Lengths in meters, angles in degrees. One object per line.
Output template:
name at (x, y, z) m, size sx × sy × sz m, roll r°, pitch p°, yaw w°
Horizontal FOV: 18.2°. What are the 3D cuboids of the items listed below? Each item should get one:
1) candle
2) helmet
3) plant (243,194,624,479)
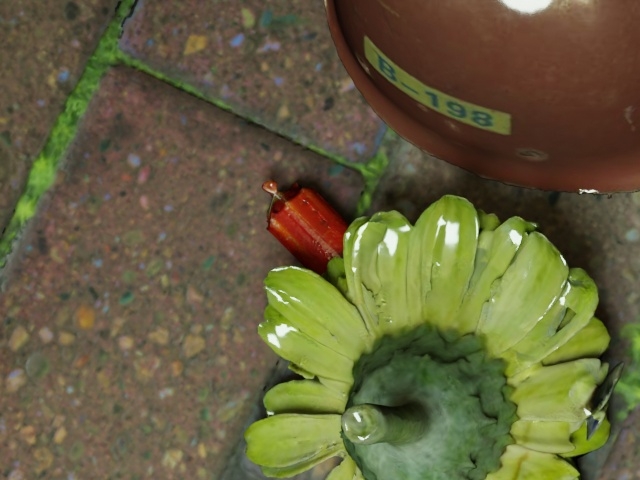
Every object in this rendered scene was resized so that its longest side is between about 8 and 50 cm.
candle at (0.000, 0.000, 1.552) m, size 0.052 × 0.052 × 0.131 m, roll -46°, pitch 75°, yaw 0°
helmet at (0.168, -0.219, 1.470) m, size 0.385 × 0.230 × 0.337 m, roll 35°, pitch 88°, yaw 15°
plant at (0.099, 0.118, 1.427) m, size 0.261 × 0.297 × 0.305 m, roll -9°, pitch 81°, yaw -17°
